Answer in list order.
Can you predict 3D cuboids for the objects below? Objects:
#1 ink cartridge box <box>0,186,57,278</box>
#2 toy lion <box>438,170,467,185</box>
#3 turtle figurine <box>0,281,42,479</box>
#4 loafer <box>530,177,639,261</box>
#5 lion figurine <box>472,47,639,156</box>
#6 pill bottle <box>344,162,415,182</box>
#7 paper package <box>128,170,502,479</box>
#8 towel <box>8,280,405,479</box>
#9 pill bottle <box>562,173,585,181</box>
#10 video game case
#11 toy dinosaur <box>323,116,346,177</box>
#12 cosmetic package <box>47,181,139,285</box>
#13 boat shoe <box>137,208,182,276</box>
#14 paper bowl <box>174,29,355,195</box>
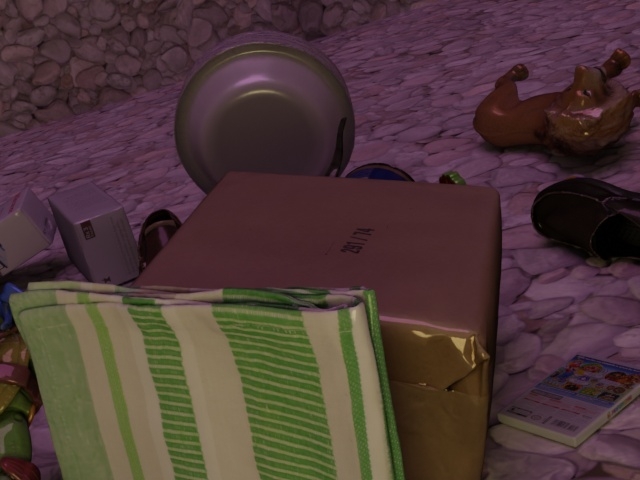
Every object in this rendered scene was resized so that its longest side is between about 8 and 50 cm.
[{"bbox_3d":[-0.529,0.011,1.642,0.190,0.082,0.139,-35,20,2],"label":"ink cartridge box"},{"bbox_3d":[0.183,-0.041,1.311,0.034,0.096,0.100,-20,21,-14],"label":"toy lion"},{"bbox_3d":[-0.275,0.207,0.969,0.197,0.275,0.266,9,43,1],"label":"turtle figurine"},{"bbox_3d":[0.325,-0.020,1.175,0.078,0.080,0.220,-29,24,-35],"label":"loafer"},{"bbox_3d":[0.354,-0.199,1.609,0.240,0.142,0.392,-35,13,-28],"label":"lion figurine"},{"bbox_3d":[0.055,-0.007,1.275,0.122,0.123,0.219,-8,21,18],"label":"pill bottle"},{"bbox_3d":[0.009,0.068,0.944,0.309,0.168,0.325,5,24,11],"label":"paper package"},{"bbox_3d":[-0.087,0.147,0.772,0.324,0.248,0.038,-1,18,31],"label":"towel"},{"bbox_3d":[0.331,-0.058,1.329,0.043,0.043,0.083,-7,21,22],"label":"pill bottle"},{"bbox_3d":[0.230,0.140,0.913,0.122,0.011,0.087,-28,23,-32],"label":"video game case"},{"bbox_3d":[-0.025,-0.033,1.384,0.118,0.064,0.268,-13,56,60],"label":"toy dinosaur"},{"bbox_3d":[-0.352,-0.011,1.592,0.085,0.117,0.231,-23,22,-20],"label":"cosmetic package"},{"bbox_3d":[-0.224,0.020,1.442,0.095,0.095,0.257,-18,20,-7],"label":"boat shoe"},{"bbox_3d":[-0.087,-0.174,1.596,0.284,0.284,0.148,-14,24,3],"label":"paper bowl"}]
